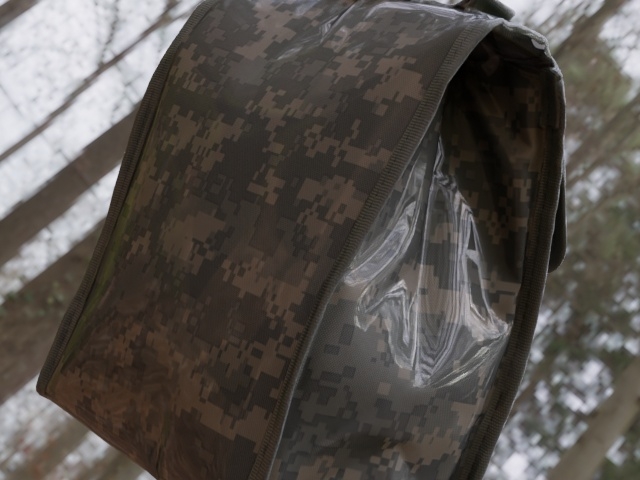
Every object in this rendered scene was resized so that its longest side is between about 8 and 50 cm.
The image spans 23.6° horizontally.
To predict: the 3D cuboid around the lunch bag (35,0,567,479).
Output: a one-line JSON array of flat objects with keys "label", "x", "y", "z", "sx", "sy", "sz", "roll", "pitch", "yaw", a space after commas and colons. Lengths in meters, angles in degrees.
[{"label": "lunch bag", "x": 0.000, "y": 0.000, "z": 0.824, "sx": 0.169, "sy": 0.287, "sz": 0.235, "roll": 19, "pitch": 2, "yaw": -38}]
